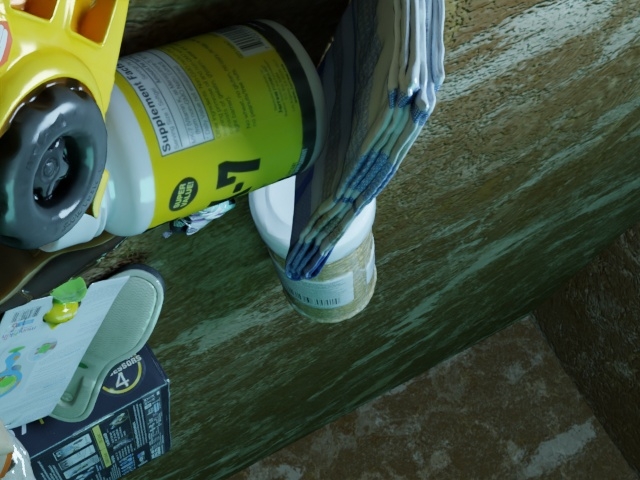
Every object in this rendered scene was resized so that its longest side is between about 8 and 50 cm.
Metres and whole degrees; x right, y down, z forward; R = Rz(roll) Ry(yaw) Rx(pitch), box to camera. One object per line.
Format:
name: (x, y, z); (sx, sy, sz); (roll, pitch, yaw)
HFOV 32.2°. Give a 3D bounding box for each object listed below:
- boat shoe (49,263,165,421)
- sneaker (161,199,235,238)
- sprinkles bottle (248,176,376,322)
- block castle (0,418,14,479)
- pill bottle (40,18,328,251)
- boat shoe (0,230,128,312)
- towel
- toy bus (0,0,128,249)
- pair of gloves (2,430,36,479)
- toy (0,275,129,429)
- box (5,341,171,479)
boat shoe: (-0.233, 0.096, 1.179); (0.233, 0.084, 0.079); (-51, -165, 34)
sneaker: (-0.125, -0.025, 1.036); (0.069, 0.038, 0.098); (-37, 164, 13)
sprinkles bottle: (0.000, 0.000, 1.207); (0.121, 0.121, 0.355); (-31, 165, -5)
block castle: (-0.387, 0.133, 0.693); (0.303, 0.213, 0.453); (-20, 161, -32)
pill bottle: (-0.109, -0.073, 0.766); (0.208, 0.119, 0.119); (-23, 162, -30)
boat shoe: (-0.199, -0.011, 0.883); (0.207, 0.073, 0.073); (-30, 168, 19)
towel: (0.026, -0.112, 0.813); (0.034, 0.209, 0.285); (11, 152, -13)
toy bus: (-0.167, -0.116, 0.464); (0.211, 0.149, 0.220); (-68, 160, 7)
pair of gloves: (-0.410, 0.293, 1.165); (0.240, 0.204, 0.042); (-29, -178, -24)
toy: (-0.293, 0.109, 1.091); (0.137, 0.056, 0.237); (-16, 152, -47)
box: (-0.349, 0.273, 1.429); (0.318, 0.097, 0.395); (-29, 165, -16)
